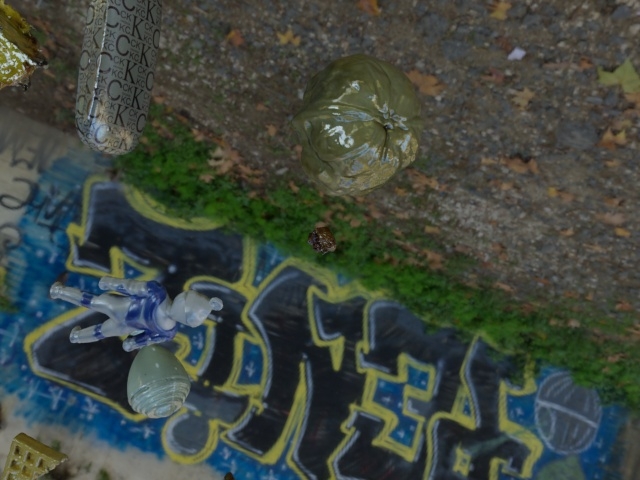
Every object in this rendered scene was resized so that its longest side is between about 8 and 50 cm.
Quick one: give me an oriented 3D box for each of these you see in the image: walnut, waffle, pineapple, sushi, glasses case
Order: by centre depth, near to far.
[{"bbox_3d":[-0.519,-0.294,0.893,0.335,0.161,0.158,39,-166,-1],"label":"pineapple"},{"bbox_3d":[0.000,0.000,1.172,0.047,0.050,0.099,-16,-176,-10],"label":"sushi"},{"bbox_3d":[-0.374,-0.337,1.178,0.085,0.354,0.137,11,-177,29],"label":"glasses case"},{"bbox_3d":[-0.593,0.492,1.284,0.125,0.190,0.032,23,-161,5],"label":"waffle"},{"bbox_3d":[0.075,-0.238,1.324,0.281,0.253,0.277,68,160,-5],"label":"walnut"}]

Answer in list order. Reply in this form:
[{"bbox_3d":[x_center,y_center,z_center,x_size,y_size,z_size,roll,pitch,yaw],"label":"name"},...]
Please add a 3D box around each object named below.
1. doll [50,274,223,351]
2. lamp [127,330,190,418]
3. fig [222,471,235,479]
[{"bbox_3d":[-0.233,0.095,0.828,0.228,0.113,0.057,-2,-154,14],"label":"doll"},{"bbox_3d":[-0.289,0.214,1.086,0.106,0.106,0.193,37,-157,-54],"label":"lamp"},{"bbox_3d":[-0.271,0.520,0.987,0.233,0.314,0.233,26,-162,-10],"label":"fig"}]
